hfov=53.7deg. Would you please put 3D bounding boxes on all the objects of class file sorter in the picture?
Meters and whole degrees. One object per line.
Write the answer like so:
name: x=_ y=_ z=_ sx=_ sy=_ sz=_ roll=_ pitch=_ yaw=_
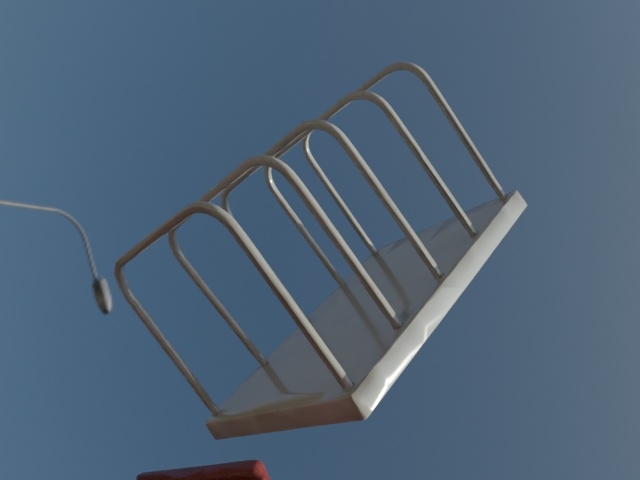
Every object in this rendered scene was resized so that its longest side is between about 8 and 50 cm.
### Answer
file sorter: x=0.000 y=0.000 z=0.529 sx=0.193 sy=0.278 sz=0.173 roll=-28 pitch=-79 yaw=48

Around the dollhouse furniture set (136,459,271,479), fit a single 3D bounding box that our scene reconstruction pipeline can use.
dollhouse furniture set: x=-0.052 y=0.309 z=0.252 sx=0.152 sy=0.201 sz=0.374 roll=-20 pitch=-83 yaw=24
